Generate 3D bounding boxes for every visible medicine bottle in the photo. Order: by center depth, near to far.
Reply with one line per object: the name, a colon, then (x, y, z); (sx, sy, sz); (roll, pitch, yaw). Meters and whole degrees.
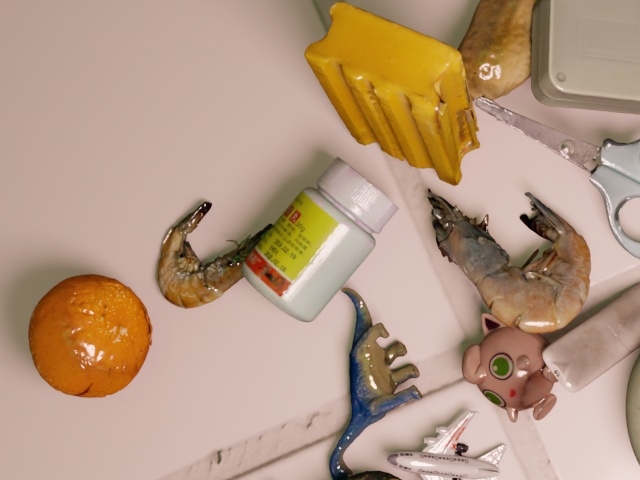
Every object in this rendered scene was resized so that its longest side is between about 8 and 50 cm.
medicine bottle: (0.000, 0.000, 1.618); (0.139, 0.139, 0.225); (41, 93, 18)

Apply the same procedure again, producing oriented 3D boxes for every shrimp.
shrimp: (0.275, 0.005, 1.553); (0.178, 0.075, 0.289); (-27, 48, -11)
shrimp: (-0.170, 0.012, 1.715); (0.217, 0.051, 0.150); (-32, 66, 13)

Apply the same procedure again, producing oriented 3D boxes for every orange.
orange: (-0.358, 0.148, 1.677); (0.161, 0.193, 0.193); (-30, 70, 45)

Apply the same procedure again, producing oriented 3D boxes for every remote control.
remote control: (0.402, 0.124, 1.482); (0.229, 0.044, 0.073); (-29, 78, -25)

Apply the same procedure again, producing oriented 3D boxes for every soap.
soap: (0.115, -0.195, 1.528); (0.204, 0.324, 0.096); (27, 83, 18)

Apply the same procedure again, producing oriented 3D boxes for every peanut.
peanut: (0.279, -0.309, 1.613); (0.120, 0.110, 0.236); (25, 80, 39)

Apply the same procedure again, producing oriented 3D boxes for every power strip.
power strip: (0.425, -0.319, 1.524); (0.230, 0.141, 0.261); (5, 81, -8)

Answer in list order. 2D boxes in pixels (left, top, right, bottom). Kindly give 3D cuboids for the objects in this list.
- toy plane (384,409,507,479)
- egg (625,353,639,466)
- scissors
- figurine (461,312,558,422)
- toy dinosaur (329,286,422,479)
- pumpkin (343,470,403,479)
toy plane: (0.177, 0.319, 1.546); (0.171, 0.065, 0.162); (6, 82, 5)
egg: (0.486, 0.227, 1.423); (0.169, 0.169, 0.236); (-2, 77, 16)
scissors: (0.371, -0.116, 1.514); (0.360, 0.029, 0.191); (26, 89, -9)
figurine: (0.268, 0.179, 1.519); (0.138, 0.125, 0.125); (31, 90, 33)
toy dinosaur: (0.044, 0.207, 1.608); (0.188, 0.075, 0.247); (-31, 80, 12)
pumpkin: (0.069, 0.410, 1.508); (0.190, 0.190, 0.146); (-34, 103, 8)
